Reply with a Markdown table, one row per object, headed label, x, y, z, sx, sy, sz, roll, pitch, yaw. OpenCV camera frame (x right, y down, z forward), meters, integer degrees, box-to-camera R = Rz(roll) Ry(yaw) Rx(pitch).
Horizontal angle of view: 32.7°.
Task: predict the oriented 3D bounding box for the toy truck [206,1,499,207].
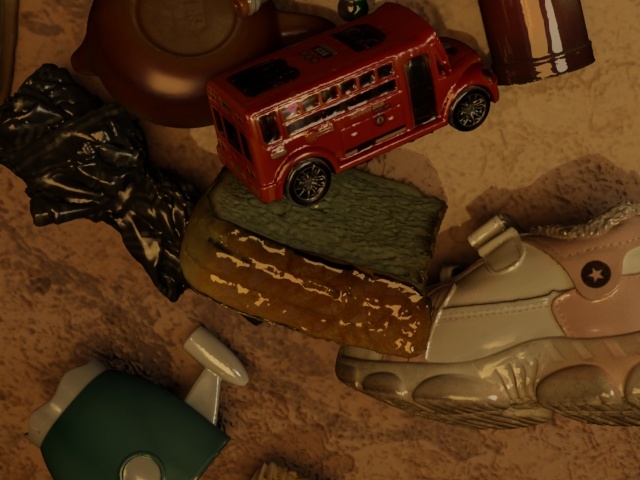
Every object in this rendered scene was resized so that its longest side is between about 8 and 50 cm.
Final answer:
| label | x | y | z | sx | sy | sz | roll | pitch | yaw |
| --- | --- | --- | --- | --- | --- | --- | --- | --- | --- |
| toy truck | 0.032 | -0.131 | 0.968 | 0.253 | 0.107 | 0.114 | -26 | 127 | -17 |

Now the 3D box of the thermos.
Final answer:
| label | x | y | z | sx | sy | sz | roll | pitch | yaw |
| --- | --- | --- | --- | --- | --- | --- | --- | --- | --- |
| thermos | 0.173 | -0.262 | 0.984 | 0.124 | 0.099 | 0.232 | -3 | 109 | 47 |

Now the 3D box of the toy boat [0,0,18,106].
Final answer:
| label | x | y | z | sx | sy | sz | roll | pitch | yaw |
| --- | --- | --- | --- | --- | --- | --- | --- | --- | --- |
| toy boat | -0.369 | -0.183 | 1.085 | 0.116 | 0.061 | 0.188 | 12 | 108 | 3 |

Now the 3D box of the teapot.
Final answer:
| label | x | y | z | sx | sy | sz | roll | pitch | yaw |
| --- | --- | --- | --- | --- | --- | --- | --- | --- | --- |
| teapot | -0.108 | -0.183 | 1.031 | 0.252 | 0.135 | 0.178 | -2 | 74 | -12 |

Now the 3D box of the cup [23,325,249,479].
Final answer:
| label | x | y | z | sx | sy | sz | roll | pitch | yaw |
| --- | --- | --- | --- | --- | --- | --- | --- | --- | --- |
| cup | -0.209 | 0.214 | 1.137 | 0.173 | 0.167 | 0.299 | 38 | 81 | 5 |

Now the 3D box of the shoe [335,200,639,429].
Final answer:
| label | x | y | z | sx | sy | sz | roll | pitch | yaw |
| --- | --- | --- | --- | --- | --- | --- | --- | --- | --- |
| shoe | 0.187 | 0.077 | 1.055 | 0.351 | 0.172 | 0.198 | -3 | 70 | 26 |

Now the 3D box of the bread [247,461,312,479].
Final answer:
| label | x | y | z | sx | sy | sz | roll | pitch | yaw |
| --- | --- | --- | --- | --- | --- | --- | --- | --- | --- |
| bread | -0.069 | 0.388 | 1.189 | 0.152 | 0.119 | 0.288 | 28 | 109 | -5 |

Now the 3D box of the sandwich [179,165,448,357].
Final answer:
| label | x | y | z | sx | sy | sz | roll | pitch | yaw |
| --- | --- | --- | --- | --- | --- | --- | --- | --- | --- |
| sandwich | 0.000 | 0.001 | 0.996 | 0.226 | 0.251 | 0.087 | 20 | 112 | 0 |

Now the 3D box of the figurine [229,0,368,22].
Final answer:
| label | x | y | z | sx | sy | sz | roll | pitch | yaw |
| --- | --- | --- | --- | --- | --- | --- | --- | --- | --- |
| figurine | 0.012 | -0.253 | 0.968 | 0.197 | 0.093 | 0.147 | -34 | 139 | -23 |

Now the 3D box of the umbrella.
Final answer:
| label | x | y | z | sx | sy | sz | roll | pitch | yaw |
| --- | --- | --- | --- | --- | --- | --- | --- | --- | --- |
| umbrella | -0.185 | -0.021 | 1.080 | 0.154 | 0.128 | 0.336 | -25 | 115 | 36 |
